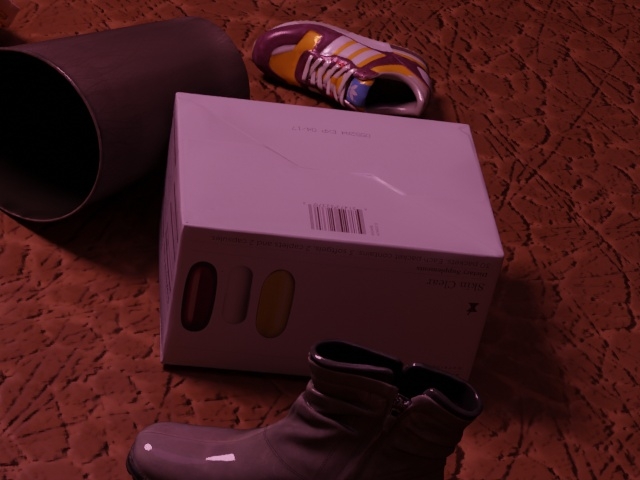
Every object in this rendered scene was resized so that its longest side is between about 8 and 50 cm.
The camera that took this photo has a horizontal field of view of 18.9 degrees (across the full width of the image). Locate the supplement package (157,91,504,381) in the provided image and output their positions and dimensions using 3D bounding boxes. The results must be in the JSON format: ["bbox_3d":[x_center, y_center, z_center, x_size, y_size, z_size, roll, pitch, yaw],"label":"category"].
[{"bbox_3d":[0.000,0.000,1.617,0.262,0.145,0.204,5,35,-9],"label":"supplement package"}]

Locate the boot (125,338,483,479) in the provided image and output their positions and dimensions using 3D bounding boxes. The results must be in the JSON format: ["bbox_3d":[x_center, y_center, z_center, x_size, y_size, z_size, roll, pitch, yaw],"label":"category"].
[{"bbox_3d":[-0.013,0.133,1.414,0.246,0.161,0.083,12,35,-1],"label":"boot"}]

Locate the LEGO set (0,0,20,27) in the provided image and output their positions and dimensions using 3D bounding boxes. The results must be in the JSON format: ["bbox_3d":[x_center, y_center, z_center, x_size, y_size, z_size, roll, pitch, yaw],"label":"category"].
[{"bbox_3d":[-0.441,-0.281,1.916,0.287,0.132,0.107,45,61,1],"label":"LEGO set"}]

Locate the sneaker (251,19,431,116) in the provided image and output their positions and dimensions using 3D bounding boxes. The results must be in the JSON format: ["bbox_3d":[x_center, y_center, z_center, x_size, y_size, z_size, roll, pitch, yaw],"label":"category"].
[{"bbox_3d":[0.022,-0.169,1.925,0.185,0.069,0.084,9,30,-4],"label":"sneaker"}]

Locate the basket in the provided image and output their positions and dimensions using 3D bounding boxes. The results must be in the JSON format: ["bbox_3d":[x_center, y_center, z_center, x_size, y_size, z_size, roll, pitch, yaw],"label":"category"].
[{"bbox_3d":[-0.184,-0.120,1.726,0.204,0.154,0.227,9,21,41],"label":"basket"}]
